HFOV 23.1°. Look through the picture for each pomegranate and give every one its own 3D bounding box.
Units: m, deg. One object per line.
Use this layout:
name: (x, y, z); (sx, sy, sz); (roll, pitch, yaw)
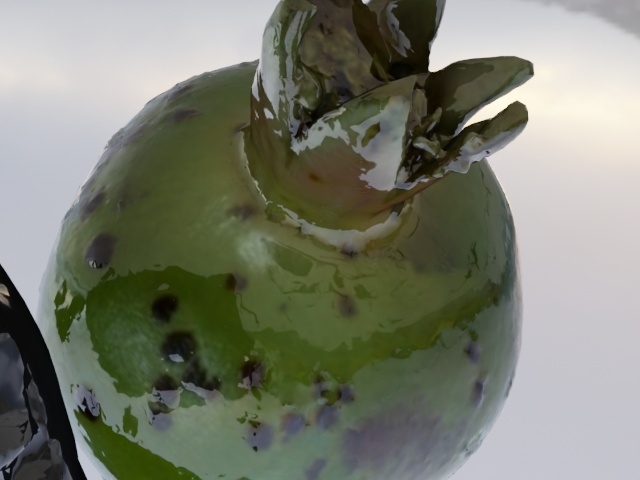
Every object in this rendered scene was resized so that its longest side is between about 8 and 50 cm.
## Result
pomegranate: (0.005, -0.004, 0.686); (0.231, 0.286, 0.231); (23, -148, -15)

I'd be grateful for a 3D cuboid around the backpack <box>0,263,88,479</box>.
backpack: (-0.306, 0.073, 0.391); (0.363, 0.254, 0.446); (-14, -176, 40)
